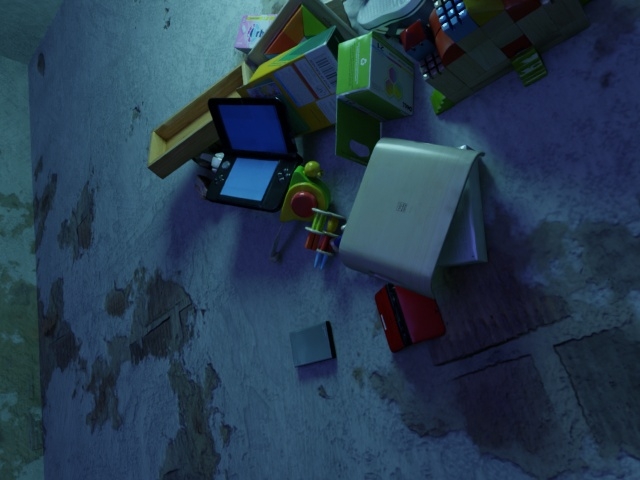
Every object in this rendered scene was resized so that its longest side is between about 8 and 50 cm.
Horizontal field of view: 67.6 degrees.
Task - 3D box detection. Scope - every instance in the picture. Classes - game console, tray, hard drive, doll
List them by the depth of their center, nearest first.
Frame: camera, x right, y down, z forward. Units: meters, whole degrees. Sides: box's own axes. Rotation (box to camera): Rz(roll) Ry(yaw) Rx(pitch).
[{"bbox_3d":[0.196,0.165,1.074,0.124,0.085,0.144,122,137,-60],"label":"game console"},{"bbox_3d":[0.094,-0.035,1.124,0.189,0.129,0.046,-46,61,44],"label":"doll"},{"bbox_3d":[-0.021,0.271,1.244,0.135,0.022,0.094,-24,67,36],"label":"hard drive"},{"bbox_3d":[-0.214,-0.236,1.307,0.292,0.173,0.251,11,72,36],"label":"game console"},{"bbox_3d":[-0.375,-0.382,1.530,0.410,0.076,0.203,-29,45,17],"label":"tray"}]

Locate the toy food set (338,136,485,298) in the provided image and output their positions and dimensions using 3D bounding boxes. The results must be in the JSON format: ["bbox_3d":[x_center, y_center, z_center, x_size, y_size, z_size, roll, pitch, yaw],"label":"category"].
[{"bbox_3d":[0.185,-0.058,0.990,0.219,0.092,0.307,19,89,35],"label":"toy food set"}]

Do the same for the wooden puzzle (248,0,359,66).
[{"bbox_3d":[-0.039,-0.499,1.258,0.238,0.220,0.044,-42,30,30],"label":"wooden puzzle"}]

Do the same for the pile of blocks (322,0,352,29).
[{"bbox_3d":[-0.063,-0.535,1.331,0.362,0.148,0.113,-39,31,27],"label":"pile of blocks"}]

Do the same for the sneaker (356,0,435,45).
[{"bbox_3d":[0.193,-0.530,1.128,0.126,0.127,0.321,-57,27,12],"label":"sneaker"}]

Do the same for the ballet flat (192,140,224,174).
[{"bbox_3d":[-0.322,-0.254,1.536,0.348,0.123,0.123,32,104,40],"label":"ballet flat"}]

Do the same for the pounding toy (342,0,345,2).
[{"bbox_3d":[0.029,-0.724,1.248,0.155,0.154,0.270,-46,43,27],"label":"pounding toy"}]

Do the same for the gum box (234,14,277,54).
[{"bbox_3d":[-0.183,-0.647,1.510,0.188,0.062,0.107,24,99,41],"label":"gum box"}]

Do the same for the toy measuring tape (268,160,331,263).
[{"bbox_3d":[-0.048,-0.058,1.284,0.121,0.121,0.330,46,129,36],"label":"toy measuring tape"}]

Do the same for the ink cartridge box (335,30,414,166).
[{"bbox_3d":[0.127,-0.306,1.095,0.096,0.188,0.256,-3,83,40],"label":"ink cartridge box"}]

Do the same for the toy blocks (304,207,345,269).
[{"bbox_3d":[0.000,0.000,1.202,0.054,0.123,0.148,21,97,31],"label":"toy blocks"}]

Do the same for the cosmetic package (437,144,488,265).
[{"bbox_3d":[0.284,-0.068,1.001,0.098,0.060,0.239,-11,76,42],"label":"cosmetic package"}]

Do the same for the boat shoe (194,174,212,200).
[{"bbox_3d":[-0.382,-0.163,1.614,0.170,0.062,0.059,46,116,46],"label":"boat shoe"}]

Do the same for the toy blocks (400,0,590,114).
[{"bbox_3d":[0.310,-0.413,0.899,0.381,0.260,0.191,-26,67,36],"label":"toy blocks"}]

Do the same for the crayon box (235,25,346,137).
[{"bbox_3d":[-0.040,-0.389,1.241,0.322,0.203,0.083,-9,46,40],"label":"crayon box"}]
